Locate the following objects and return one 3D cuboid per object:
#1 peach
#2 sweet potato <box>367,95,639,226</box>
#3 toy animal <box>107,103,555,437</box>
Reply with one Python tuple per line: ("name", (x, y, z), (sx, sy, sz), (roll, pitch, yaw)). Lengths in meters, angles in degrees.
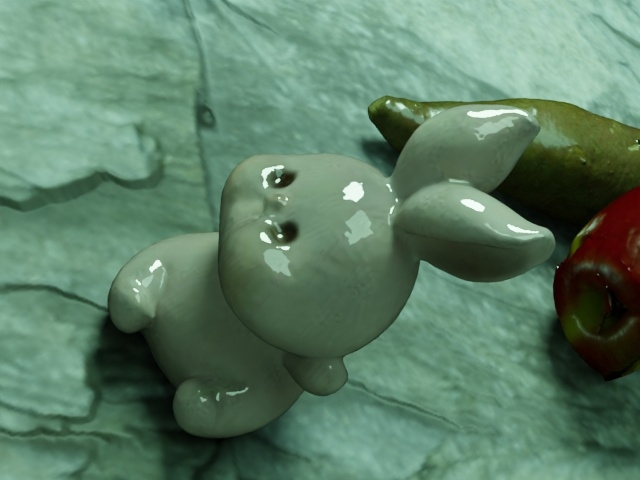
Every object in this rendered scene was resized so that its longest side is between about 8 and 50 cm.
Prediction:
("peach", (0.210, 0.014, 0.874), (0.172, 0.127, 0.092), (-20, 69, -50))
("sweet potato", (0.141, -0.049, 0.912), (0.243, 0.077, 0.077), (7, 55, -31))
("toy animal", (-0.001, 0.000, 0.656), (0.124, 0.212, 0.124), (29, 40, -27))
